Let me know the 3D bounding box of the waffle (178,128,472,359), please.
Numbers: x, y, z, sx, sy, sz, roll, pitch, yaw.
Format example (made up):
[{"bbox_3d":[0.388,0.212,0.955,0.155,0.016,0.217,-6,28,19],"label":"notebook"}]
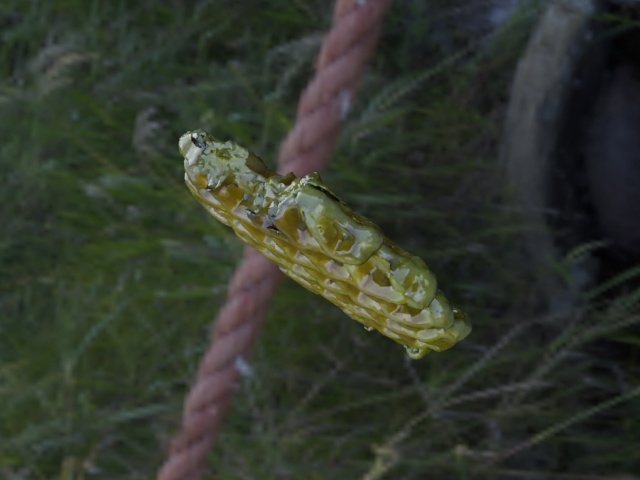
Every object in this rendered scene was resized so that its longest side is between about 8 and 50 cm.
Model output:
[{"bbox_3d":[-0.001,0.002,1.287,0.051,0.291,0.291,-55,32,-7],"label":"waffle"}]
